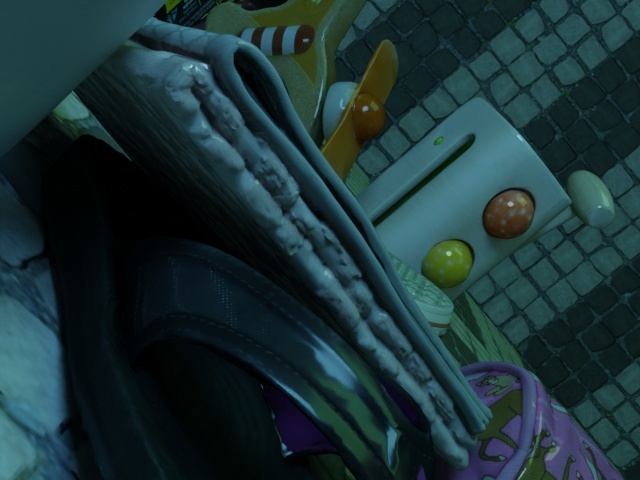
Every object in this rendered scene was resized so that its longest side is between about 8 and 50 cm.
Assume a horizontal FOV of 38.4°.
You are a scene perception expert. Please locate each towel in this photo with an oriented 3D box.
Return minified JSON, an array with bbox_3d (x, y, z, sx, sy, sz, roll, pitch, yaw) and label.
[{"bbox_3d":[-0.052,-0.025,0.601,0.317,0.053,0.332,33,-17,52],"label":"towel"}]

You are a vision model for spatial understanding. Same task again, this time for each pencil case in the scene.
[{"bbox_3d":[0.202,0.258,0.699,0.386,0.167,0.160,47,39,-20],"label":"pencil case"}]

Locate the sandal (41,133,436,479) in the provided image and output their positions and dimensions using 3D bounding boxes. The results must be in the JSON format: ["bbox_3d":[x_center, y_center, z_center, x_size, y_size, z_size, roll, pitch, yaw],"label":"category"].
[{"bbox_3d":[-0.040,0.055,0.454,0.167,0.107,0.445,42,9,-43],"label":"sandal"}]

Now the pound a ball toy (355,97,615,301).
[{"bbox_3d":[0.157,0.008,0.977,0.208,0.319,0.135,44,11,-34],"label":"pound a ball toy"}]

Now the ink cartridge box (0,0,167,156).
[{"bbox_3d":[-0.204,-0.151,0.363,0.232,0.168,0.171,51,8,4],"label":"ink cartridge box"}]

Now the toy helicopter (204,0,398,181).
[{"bbox_3d":[-0.006,-0.177,0.834,0.235,0.355,0.140,35,-1,33],"label":"toy helicopter"}]

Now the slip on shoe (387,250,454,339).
[{"bbox_3d":[-0.004,0.028,0.859,0.123,0.101,0.331,16,15,-36],"label":"slip on shoe"}]

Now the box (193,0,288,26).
[{"bbox_3d":[-0.162,-0.394,1.274,0.322,0.257,0.079,40,13,-51],"label":"box"}]

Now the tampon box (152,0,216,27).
[{"bbox_3d":[-0.223,-0.305,1.052,0.161,0.120,0.101,41,12,-42],"label":"tampon box"}]

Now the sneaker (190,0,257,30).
[{"bbox_3d":[-0.089,-0.181,1.053,0.106,0.162,0.281,52,10,12],"label":"sneaker"}]

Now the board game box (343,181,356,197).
[{"bbox_3d":[-0.018,-0.121,1.538,0.347,0.056,0.208,51,5,9],"label":"board game box"}]
